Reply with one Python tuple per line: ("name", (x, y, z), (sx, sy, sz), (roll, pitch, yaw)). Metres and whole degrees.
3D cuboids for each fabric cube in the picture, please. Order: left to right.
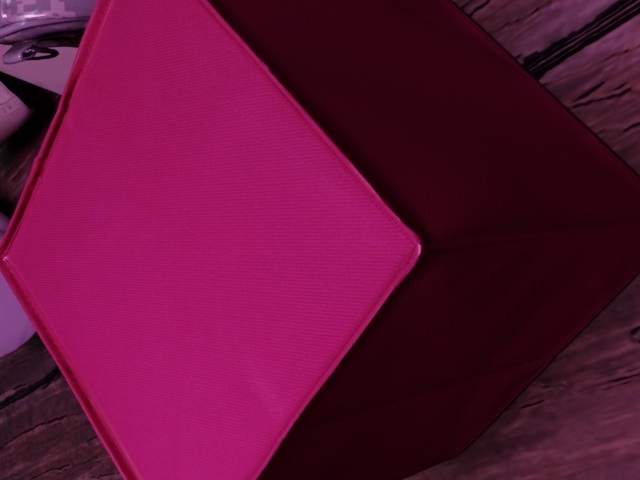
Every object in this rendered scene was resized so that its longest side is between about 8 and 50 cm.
("fabric cube", (0.000, 0.000, 0.571), (0.254, 0.258, 0.259), (51, 125, 26))

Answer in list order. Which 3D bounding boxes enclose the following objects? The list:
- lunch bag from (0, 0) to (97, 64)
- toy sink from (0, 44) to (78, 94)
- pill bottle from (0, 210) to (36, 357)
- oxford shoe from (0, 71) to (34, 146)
("lunch bag", (-0.127, -0.277, 0.657), (0.213, 0.256, 0.305), (4, 98, 42))
("toy sink", (-0.274, -0.244, 0.849), (0.153, 0.234, 0.131), (-23, 52, 56))
("pill bottle", (-0.435, 0.013, 1.044), (0.283, 0.161, 0.161), (28, 113, 38))
("oxford shoe", (-0.407, -0.260, 1.042), (0.146, 0.140, 0.397), (-25, 70, 10))
